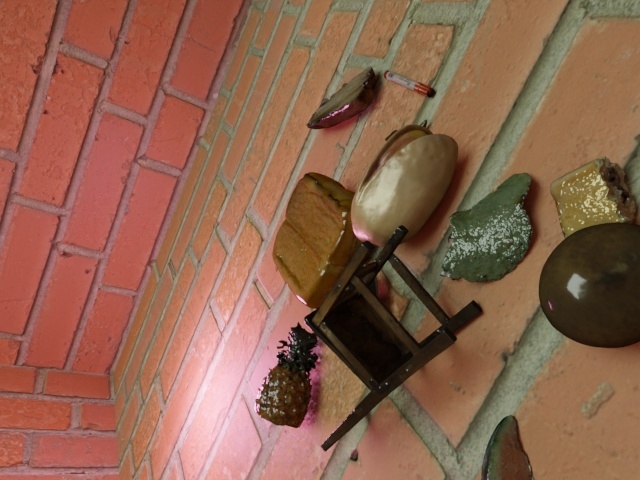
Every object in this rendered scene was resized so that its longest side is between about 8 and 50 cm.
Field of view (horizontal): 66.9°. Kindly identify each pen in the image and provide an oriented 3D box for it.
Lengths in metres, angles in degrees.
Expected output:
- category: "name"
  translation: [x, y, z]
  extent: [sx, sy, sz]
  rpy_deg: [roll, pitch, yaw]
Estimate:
- category: "pen"
  translation: [0.238, -0.430, 1.320]
  extent: [0.028, 0.028, 0.239]
  rpy_deg: [-62, 33, 17]

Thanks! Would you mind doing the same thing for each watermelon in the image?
- category: "watermelon"
  translation: [0.305, 0.378, 0.818]
  extent: [0.101, 0.080, 0.155]
  rpy_deg: [89, 180, -68]

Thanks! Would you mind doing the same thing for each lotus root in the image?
- category: "lotus root"
  translation: [0.069, -0.424, 1.551]
  extent: [0.329, 0.078, 0.167]
  rpy_deg: [-14, 41, 57]

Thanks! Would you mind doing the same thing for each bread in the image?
- category: "bread"
  translation: [0.007, 0.001, 1.377]
  extent: [0.337, 0.147, 0.328]
  rpy_deg: [44, 117, 54]
- category: "bread"
  translation: [0.440, -0.062, 0.779]
  extent: [0.106, 0.082, 0.125]
  rpy_deg: [-40, 54, 57]

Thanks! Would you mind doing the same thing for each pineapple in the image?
- category: "pineapple"
  translation: [-0.074, 0.370, 1.350]
  extent: [0.157, 0.157, 0.279]
  rpy_deg: [-6, 58, 57]

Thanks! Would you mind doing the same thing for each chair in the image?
- category: "chair"
  translation: [0.088, 0.207, 1.017]
  extent: [0.241, 0.203, 0.416]
  rpy_deg: [47, 122, 13]

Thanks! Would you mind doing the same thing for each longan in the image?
- category: "longan"
  translation: [0.408, 0.062, 0.691]
  extent: [0.187, 0.167, 0.168]
  rpy_deg: [-55, 36, 27]

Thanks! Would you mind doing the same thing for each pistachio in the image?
- category: "pistachio"
  translation: [0.181, -0.121, 1.113]
  extent: [0.299, 0.187, 0.187]
  rpy_deg: [-61, 33, 12]

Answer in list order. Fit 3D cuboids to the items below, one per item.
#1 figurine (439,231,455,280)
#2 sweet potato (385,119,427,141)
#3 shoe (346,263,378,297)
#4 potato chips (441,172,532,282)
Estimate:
- category: "figurine"
  translation: [0.284, 0.030, 1.010]
  extent: [0.060, 0.047, 0.106]
  rpy_deg: [26, 100, 67]
- category: "sweet potato"
  translation: [0.220, -0.276, 1.267]
  extent: [0.153, 0.038, 0.042]
  rpy_deg: [-7, 92, 55]
- category: "shoe"
  translation: [0.103, 0.169, 1.199]
  extent: [0.112, 0.099, 0.228]
  rpy_deg: [132, 131, -87]
- category: "potato chips"
  translation: [0.331, -0.030, 0.940]
  extent: [0.167, 0.059, 0.229]
  rpy_deg: [3, 78, 43]
